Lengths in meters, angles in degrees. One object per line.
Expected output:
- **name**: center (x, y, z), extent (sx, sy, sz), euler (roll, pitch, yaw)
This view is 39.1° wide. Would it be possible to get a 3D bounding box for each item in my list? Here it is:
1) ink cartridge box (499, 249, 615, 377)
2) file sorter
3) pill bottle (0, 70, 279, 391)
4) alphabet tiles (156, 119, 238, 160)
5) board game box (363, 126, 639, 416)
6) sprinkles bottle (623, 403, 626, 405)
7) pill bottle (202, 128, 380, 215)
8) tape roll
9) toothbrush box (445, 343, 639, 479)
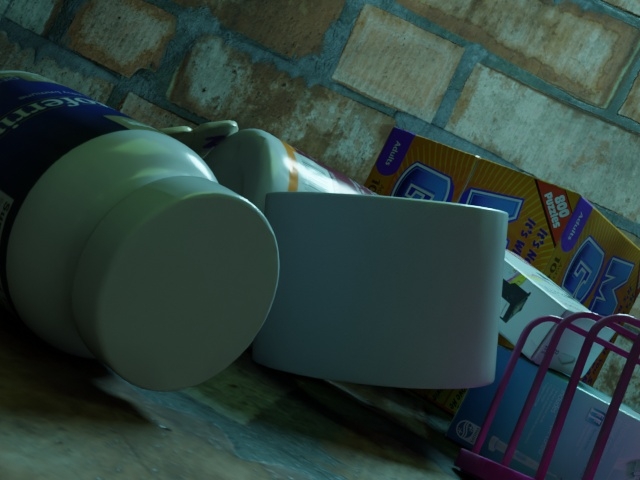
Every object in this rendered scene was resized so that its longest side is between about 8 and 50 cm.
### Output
- **ink cartridge box**: center (0.244, 0.076, 1.076), extent (0.127, 0.072, 0.175), euler (22, 16, -45)
- **file sorter**: center (0.283, 0.170, 0.751), extent (0.202, 0.182, 0.290), euler (26, -9, -10)
- **pill bottle**: center (-0.157, -0.013, 0.602), extent (0.264, 0.153, 0.153), euler (27, 0, 41)
- **alphabet tiles**: center (-0.215, -0.083, 1.190), extent (0.284, 0.021, 0.278), euler (-11, -19, -21)
- **board game box**: center (0.258, 0.081, 1.478), extent (0.356, 0.356, 0.356), euler (26, 0, 40)
- **sprinkles bottle**: center (0.437, 0.305, 1.800), extent (0.121, 0.121, 0.355), euler (27, 1, -43)
- **pill bottle**: center (0.020, 0.037, 1.157), extent (0.392, 0.224, 0.224), euler (27, 0, -31)
- **tape roll**: center (0.058, 0.044, 0.902), extent (0.246, 0.169, 0.246), euler (4, 0, 0)
- **toothbrush box**: center (0.321, 0.245, 1.061), extent (0.295, 0.126, 0.216), euler (28, 1, 22)
